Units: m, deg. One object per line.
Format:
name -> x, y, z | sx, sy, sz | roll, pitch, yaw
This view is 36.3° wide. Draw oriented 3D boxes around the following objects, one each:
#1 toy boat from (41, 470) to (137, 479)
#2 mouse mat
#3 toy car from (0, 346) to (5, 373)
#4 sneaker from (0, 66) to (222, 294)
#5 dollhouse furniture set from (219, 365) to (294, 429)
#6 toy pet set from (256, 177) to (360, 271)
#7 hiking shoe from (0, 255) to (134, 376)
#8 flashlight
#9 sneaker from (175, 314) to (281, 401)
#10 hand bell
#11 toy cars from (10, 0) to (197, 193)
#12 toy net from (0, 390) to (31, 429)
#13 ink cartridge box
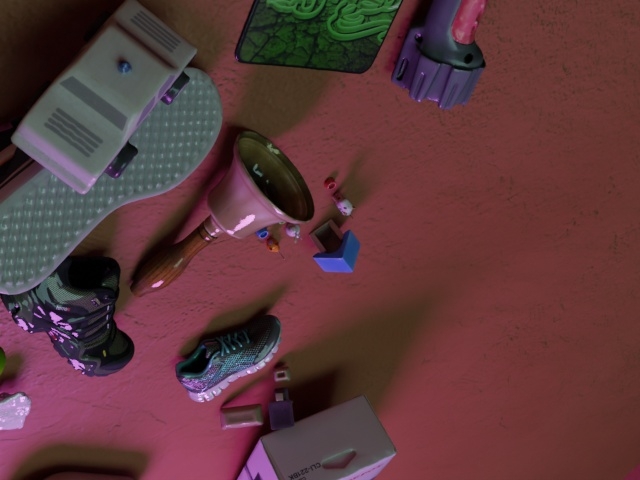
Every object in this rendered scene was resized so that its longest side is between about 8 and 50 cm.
toy boat -> -0.339, 0.427, 1.394 | 0.151, 0.151, 0.231 | -49, 143, 16
mouse mat -> 0.010, -0.248, 1.044 | 0.190, 0.007, 0.152 | -4, 133, -38
toy car -> -0.466, 0.160, 1.044 | 0.188, 0.148, 0.155 | -16, 147, 23
sneaker -> -0.239, -0.077, 0.946 | 0.321, 0.127, 0.126 | -42, 129, -36
dollhouse furniture set -> -0.097, 0.246, 1.503 | 0.114, 0.091, 0.081 | -8, 173, 3
toy pet set -> 0.000, 0.000, 1.265 | 0.122, 0.065, 0.114 | -36, 144, 1
hiking shoe -> -0.262, 0.078, 1.119 | 0.114, 0.086, 0.227 | -35, 144, 4
flashlight -> 0.182, -0.285, 1.063 | 0.103, 0.103, 0.304 | -12, 137, -34
sneaker -> -0.128, 0.156, 1.341 | 0.166, 0.065, 0.076 | -39, 141, 1
hand bell -> -0.137, -0.007, 1.138 | 0.242, 0.126, 0.126 | -36, 147, 23
toy cars -> -0.267, -0.121, 0.803 | 0.394, 0.176, 0.087 | -12, 170, -30
toy net -> -0.457, 0.246, 1.188 | 0.232, 0.045, 0.122 | -43, 142, 6
ink cartridge box -> -0.019, 0.379, 1.581 | 0.197, 0.114, 0.273 | -18, 156, -27
